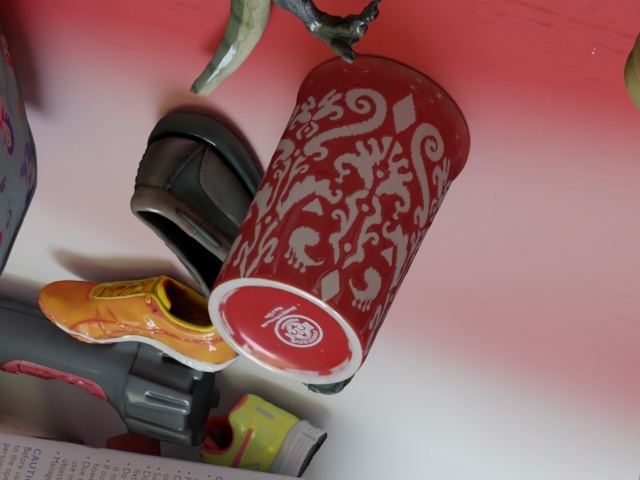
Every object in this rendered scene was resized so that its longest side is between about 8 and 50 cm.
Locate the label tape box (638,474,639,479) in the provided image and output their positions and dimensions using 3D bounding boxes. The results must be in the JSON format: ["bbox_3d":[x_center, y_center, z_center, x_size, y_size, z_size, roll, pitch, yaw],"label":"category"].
[{"bbox_3d":[0.353,0.188,0.666,0.347,0.249,0.115,-3,134,32],"label":"label tape box"}]

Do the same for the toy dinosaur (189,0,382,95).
[{"bbox_3d":[-0.021,-0.159,0.629,0.118,0.064,0.268,23,146,15],"label":"toy dinosaur"}]

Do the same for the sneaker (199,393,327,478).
[{"bbox_3d":[-0.073,0.196,1.076,0.094,0.081,0.208,37,137,-1],"label":"sneaker"}]

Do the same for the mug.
[{"bbox_3d":[0.009,0.001,0.708,0.113,0.169,0.150,17,142,10],"label":"mug"}]

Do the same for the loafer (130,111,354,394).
[{"bbox_3d":[-0.056,0.033,0.853,0.096,0.084,0.267,-4,134,33],"label":"loafer"}]

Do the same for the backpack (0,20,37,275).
[{"bbox_3d":[-0.291,-0.049,0.768,0.191,0.225,0.253,4,130,0],"label":"backpack"}]

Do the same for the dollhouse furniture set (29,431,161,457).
[{"bbox_3d":[-0.286,0.204,1.176,0.374,0.152,0.201,4,140,0],"label":"dollhouse furniture set"}]

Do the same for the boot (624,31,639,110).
[{"bbox_3d":[0.277,-0.130,0.474,0.236,0.089,0.269,13,142,0],"label":"boot"}]

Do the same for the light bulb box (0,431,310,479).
[{"bbox_3d":[-0.205,0.356,1.038,0.361,0.225,0.358,9,141,1],"label":"light bulb box"}]

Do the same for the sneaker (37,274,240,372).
[{"bbox_3d":[-0.143,0.051,0.960,0.175,0.064,0.067,10,123,10],"label":"sneaker"}]

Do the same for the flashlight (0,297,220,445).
[{"bbox_3d":[-0.238,0.108,1.038,0.304,0.103,0.103,15,169,14],"label":"flashlight"}]
